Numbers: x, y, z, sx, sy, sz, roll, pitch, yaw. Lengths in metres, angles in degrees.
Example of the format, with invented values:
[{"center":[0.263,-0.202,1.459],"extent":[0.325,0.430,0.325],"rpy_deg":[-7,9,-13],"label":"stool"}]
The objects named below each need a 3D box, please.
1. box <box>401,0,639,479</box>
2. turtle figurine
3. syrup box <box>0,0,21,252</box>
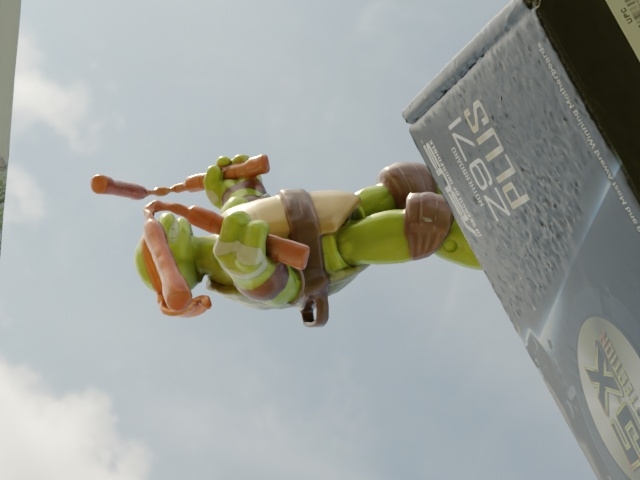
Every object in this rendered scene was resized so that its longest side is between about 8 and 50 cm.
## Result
[{"center":[0.111,0.008,0.492],"extent":[0.078,0.147,0.180],"rpy_deg":[-28,-92,-12],"label":"box"},{"center":[0.000,0.000,0.839],"extent":[0.217,0.269,0.087],"rpy_deg":[-11,-80,-5],"label":"turtle figurine"},{"center":[-0.147,0.008,0.430],"extent":[0.096,0.093,0.236],"rpy_deg":[9,-83,37],"label":"syrup box"}]
